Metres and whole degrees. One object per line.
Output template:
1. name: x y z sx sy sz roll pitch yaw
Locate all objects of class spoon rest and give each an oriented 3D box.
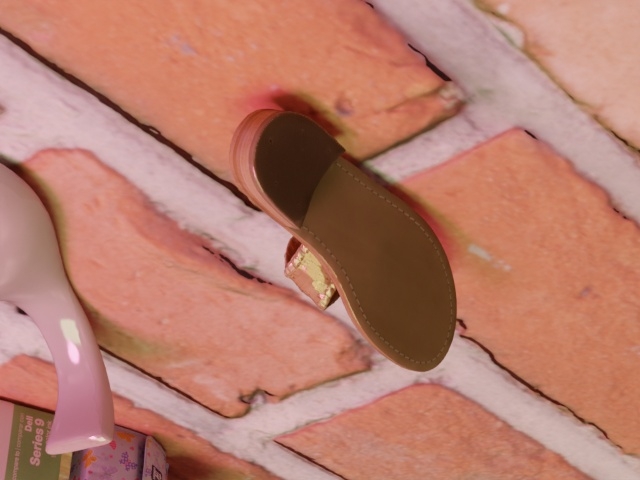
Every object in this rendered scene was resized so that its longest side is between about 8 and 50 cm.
1. spoon rest: -0.225 0.033 1.060 0.137 0.084 0.276 -13 130 18

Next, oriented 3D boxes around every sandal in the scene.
1. sandal: 0.003 -0.005 1.003 0.079 0.088 0.240 13 153 45

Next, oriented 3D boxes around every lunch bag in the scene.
1. lunch bag: -0.166 0.198 1.290 0.083 0.071 0.053 25 136 -26

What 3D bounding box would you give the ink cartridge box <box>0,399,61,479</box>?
1. ink cartridge box: -0.339 0.186 1.259 0.212 0.093 0.154 18 142 -25
